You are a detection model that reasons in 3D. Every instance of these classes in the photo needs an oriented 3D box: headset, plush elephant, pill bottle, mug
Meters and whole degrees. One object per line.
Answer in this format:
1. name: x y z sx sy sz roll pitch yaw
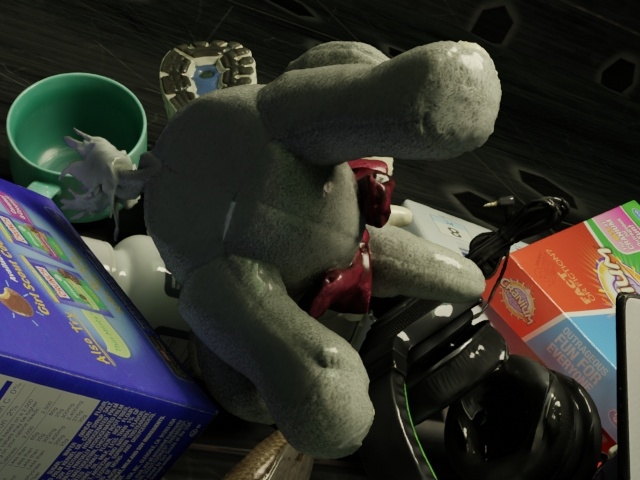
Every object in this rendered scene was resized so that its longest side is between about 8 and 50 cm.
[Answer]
1. headset: 0.152 0.117 1.070 0.243 0.185 0.394 41 31 -21
2. plush elephant: 0.000 0.000 0.921 0.330 0.272 0.255 15 -3 37
3. pill bottle: -0.129 0.054 1.029 0.180 0.108 0.108 16 24 -31
4. mug: -0.242 -0.075 1.190 0.157 0.097 0.129 -31 64 -27

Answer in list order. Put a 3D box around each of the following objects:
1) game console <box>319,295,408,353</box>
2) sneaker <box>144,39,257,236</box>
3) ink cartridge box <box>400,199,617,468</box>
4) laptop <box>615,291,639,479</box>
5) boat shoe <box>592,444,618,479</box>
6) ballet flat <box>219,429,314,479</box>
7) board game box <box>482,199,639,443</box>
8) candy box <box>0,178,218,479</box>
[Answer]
1. game console: 0.004 0.073 1.209 0.213 0.044 0.361 15 28 7
2. sneaker: -0.104 -0.055 1.275 0.129 0.147 0.330 -3 46 2
3. ink cartridge box: 0.253 0.115 1.406 0.308 0.091 0.385 20 21 -22
4. laptop: 0.440 0.251 0.977 0.382 0.408 0.236 11 -14 -40
5. boat shoe: 0.385 0.230 1.187 0.340 0.158 0.127 4 36 -43
6. ballet flat: -0.062 0.188 0.865 0.058 0.084 0.250 9 19 18
7. board game box: 0.355 0.087 1.427 0.242 0.064 0.316 49 37 18
8. candy box: -0.260 0.038 0.791 0.268 0.122 0.317 45 11 38
